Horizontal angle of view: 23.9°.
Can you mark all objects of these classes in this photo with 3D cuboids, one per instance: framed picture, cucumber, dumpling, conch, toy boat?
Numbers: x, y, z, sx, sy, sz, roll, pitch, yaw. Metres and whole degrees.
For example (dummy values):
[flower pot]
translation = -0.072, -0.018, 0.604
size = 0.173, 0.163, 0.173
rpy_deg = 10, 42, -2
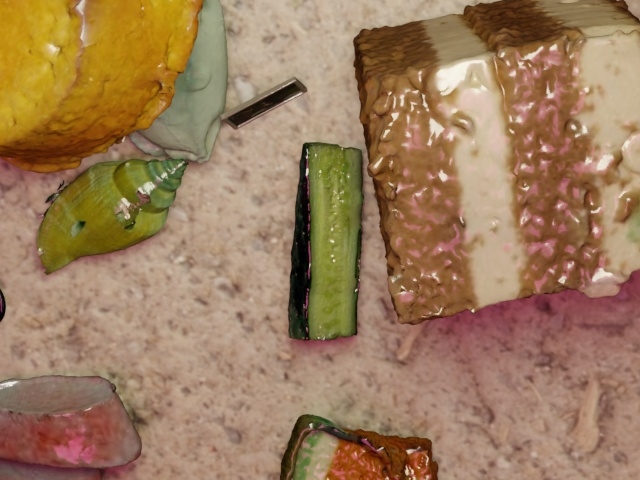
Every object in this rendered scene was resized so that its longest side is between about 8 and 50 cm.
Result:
[framed picture]
translation = -0.058, -0.143, 1.575
size = 0.089, 0.066, 0.006
rpy_deg = -27, 81, 6
[cucumber]
translation = 0.000, 0.000, 1.613
size = 0.078, 0.062, 0.211
rpy_deg = -4, 98, -32
[dumpling]
translation = -0.167, -0.176, 1.542
size = 0.149, 0.105, 0.216
rpy_deg = 0, 124, -13
[conch]
translation = -0.219, -0.037, 1.603
size = 0.201, 0.079, 0.095
rpy_deg = -18, 83, 14
[toy boat]
translation = -0.285, 0.290, 1.682
size = 0.206, 0.096, 0.282
rpy_deg = -5, 115, 9

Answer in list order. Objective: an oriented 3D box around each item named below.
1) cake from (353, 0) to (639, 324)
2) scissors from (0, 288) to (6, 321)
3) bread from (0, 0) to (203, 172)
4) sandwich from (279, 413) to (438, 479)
[cake]
translation = 0.183, -0.092, 1.480
size = 0.290, 0.282, 0.255
rpy_deg = -9, 109, -1
[scissors]
translation = -0.484, 0.021, 1.646
size = 0.300, 0.022, 0.109
rpy_deg = 33, 98, -5
[bread]
translation = -0.288, -0.250, 1.440
size = 0.337, 0.204, 0.358
rpy_deg = -24, 83, 24
[sandwich]
translation = 0.048, 0.305, 1.656
size = 0.212, 0.109, 0.292
rpy_deg = -27, 103, 1
